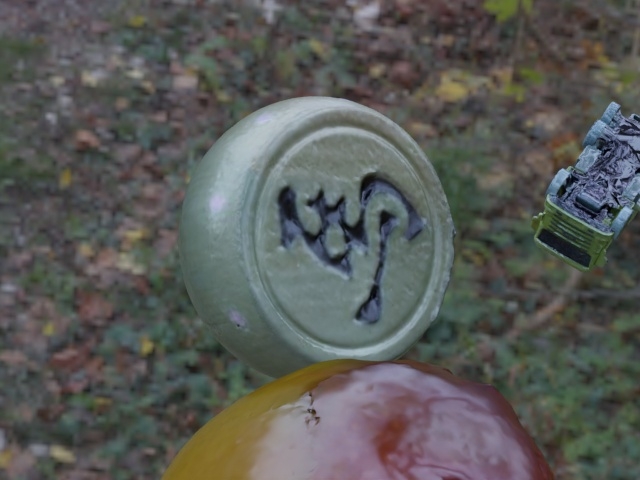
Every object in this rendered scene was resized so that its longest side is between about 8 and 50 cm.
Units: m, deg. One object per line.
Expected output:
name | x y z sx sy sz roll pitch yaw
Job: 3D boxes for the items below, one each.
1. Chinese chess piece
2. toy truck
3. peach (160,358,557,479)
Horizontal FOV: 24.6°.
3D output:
Chinese chess piece | 0.000 0.000 1.268 0.250 0.250 0.101 -2 -2 -34
toy truck | 0.283 -0.046 1.479 0.085 0.116 0.191 30 49 13
peach | 0.013 0.244 0.973 0.290 0.373 0.372 32 21 17
